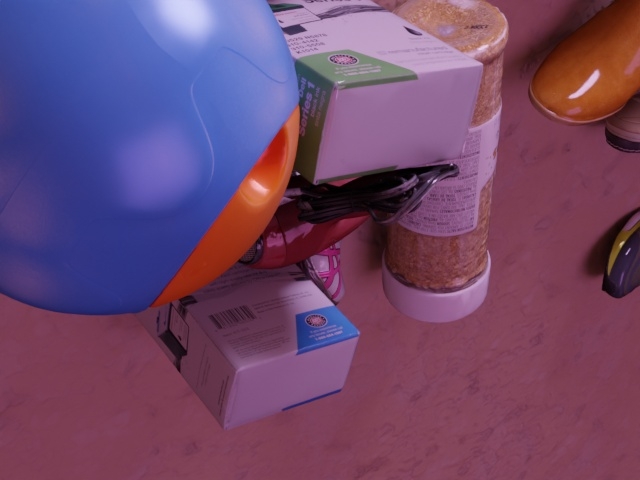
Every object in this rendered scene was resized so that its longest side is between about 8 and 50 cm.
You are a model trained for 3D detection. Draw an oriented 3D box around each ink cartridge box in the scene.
[{"bbox_3d":[0.000,-0.143,1.035,0.160,0.219,0.092,-13,127,-36],"label":"ink cartridge box"},{"bbox_3d":[-0.077,0.073,1.171,0.139,0.190,0.082,-14,132,-34],"label":"ink cartridge box"}]

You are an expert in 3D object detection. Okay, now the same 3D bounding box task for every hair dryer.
[{"bbox_3d":[0.019,-0.021,1.103,0.223,0.293,0.080,-10,99,8],"label":"hair dryer"}]

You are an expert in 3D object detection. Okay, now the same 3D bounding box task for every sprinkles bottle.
[{"bbox_3d":[0.125,-0.076,1.284,0.121,0.121,0.355,-26,137,-24],"label":"sprinkles bottle"}]

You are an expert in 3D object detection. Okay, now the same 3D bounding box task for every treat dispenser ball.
[{"bbox_3d":[-0.157,-0.090,0.877,0.288,0.288,0.288,-25,137,-26],"label":"treat dispenser ball"}]

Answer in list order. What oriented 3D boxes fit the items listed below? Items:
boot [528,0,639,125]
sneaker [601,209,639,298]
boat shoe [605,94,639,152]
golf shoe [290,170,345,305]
[{"bbox_3d":[0.353,-0.257,1.316,0.295,0.104,0.211,-34,161,-33],"label":"boot"},{"bbox_3d":[0.515,0.007,1.718,0.300,0.121,0.111,-26,137,-24],"label":"sneaker"},{"bbox_3d":[0.459,-0.134,1.563,0.285,0.103,0.092,-16,128,-41],"label":"boat shoe"},{"bbox_3d":[0.000,0.000,1.278,0.086,0.067,0.186,-39,141,-12],"label":"golf shoe"}]
